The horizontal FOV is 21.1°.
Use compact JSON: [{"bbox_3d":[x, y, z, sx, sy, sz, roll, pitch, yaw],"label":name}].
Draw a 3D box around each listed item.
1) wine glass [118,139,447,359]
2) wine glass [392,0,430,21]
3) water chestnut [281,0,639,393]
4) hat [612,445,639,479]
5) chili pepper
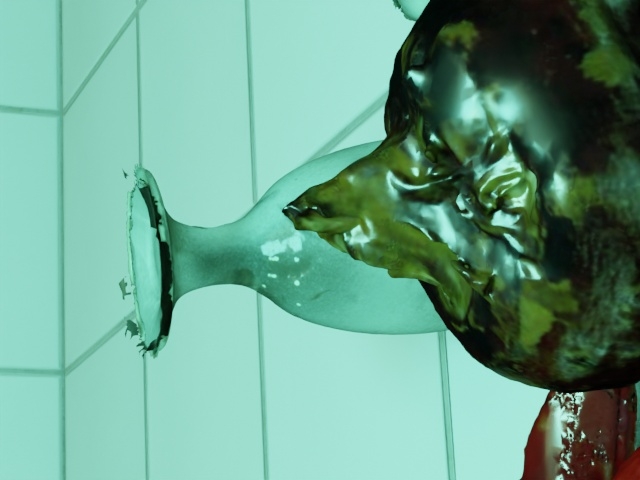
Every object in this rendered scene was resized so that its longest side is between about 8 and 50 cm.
[{"bbox_3d":[-0.001,0.004,1.570,0.190,0.357,0.190,172,90,-74],"label":"wine glass"},{"bbox_3d":[0.129,-0.244,1.648,0.155,0.072,0.072,-161,76,-66],"label":"wine glass"},{"bbox_3d":[0.145,-0.051,1.233,0.335,0.347,0.335,173,90,-71],"label":"water chestnut"},{"bbox_3d":[0.202,0.269,1.148,0.332,0.274,0.242,-60,-3,32],"label":"hat"},{"bbox_3d":[0.196,0.267,1.364,0.110,0.110,0.388,-170,88,-68],"label":"chili pepper"}]
